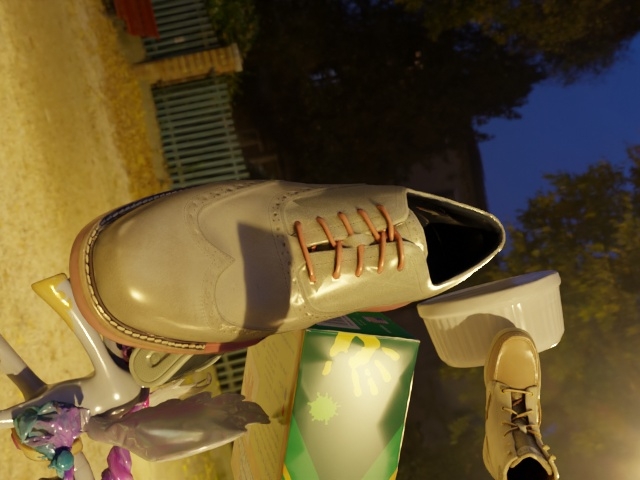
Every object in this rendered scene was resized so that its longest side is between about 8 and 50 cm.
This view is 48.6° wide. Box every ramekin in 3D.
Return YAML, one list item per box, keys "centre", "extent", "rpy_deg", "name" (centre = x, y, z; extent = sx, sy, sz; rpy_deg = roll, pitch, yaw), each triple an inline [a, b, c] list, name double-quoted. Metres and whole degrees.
- centre: [0.325, 0.148, 1.325]
  extent: [0.273, 0.273, 0.127]
  rpy_deg: [146, -71, -83]
  name: "ramekin"

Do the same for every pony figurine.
- centre: [-0.294, 0.214, 0.969]
  extent: [0.303, 0.351, 0.363]
  rpy_deg: [-11, -79, 63]
  name: "pony figurine"

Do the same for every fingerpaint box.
- centre: [-0.017, 0.269, 1.093]
  extent: [0.445, 0.163, 0.371]
  rpy_deg: [-153, -108, -76]
  name: "fingerpaint box"

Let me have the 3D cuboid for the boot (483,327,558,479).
- centre: [0.310, 0.282, 1.102]
  extent: [0.203, 0.095, 0.261]
  rpy_deg: [-53, 148, -82]
  name: "boot"

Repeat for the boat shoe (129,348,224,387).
- centre: [-0.144, 0.117, 0.950]
  extent: [0.084, 0.233, 0.079]
  rpy_deg: [58, 7, 23]
  name: "boat shoe"

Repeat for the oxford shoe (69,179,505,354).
- centre: [0.000, 0.000, 0.577]
  extent: [0.147, 0.397, 0.140]
  rpy_deg: [-20, -99, 44]
  name: "oxford shoe"
